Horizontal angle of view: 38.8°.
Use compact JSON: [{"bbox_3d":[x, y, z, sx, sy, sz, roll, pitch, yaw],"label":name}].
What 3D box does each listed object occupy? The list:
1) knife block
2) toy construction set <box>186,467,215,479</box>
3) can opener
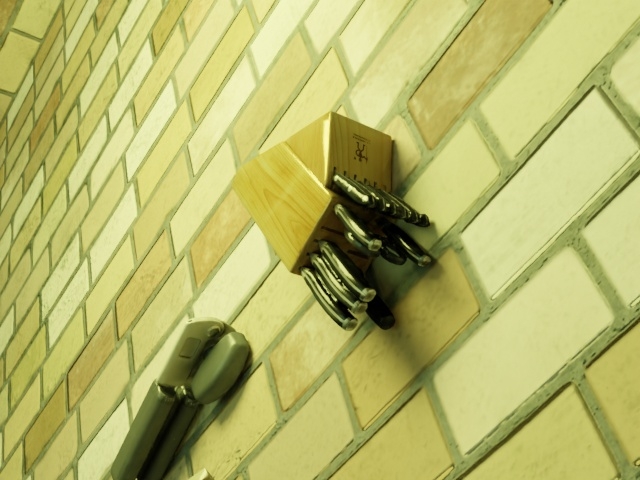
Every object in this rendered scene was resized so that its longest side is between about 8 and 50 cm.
[{"bbox_3d":[0.000,0.000,0.975,0.276,0.088,0.242,-23,55,50],"label":"knife block"},{"bbox_3d":[-0.156,0.336,0.873,0.257,0.309,0.237,-53,31,14],"label":"toy construction set"},{"bbox_3d":[-0.188,0.217,1.169,0.280,0.074,0.093,-59,35,21],"label":"can opener"}]
